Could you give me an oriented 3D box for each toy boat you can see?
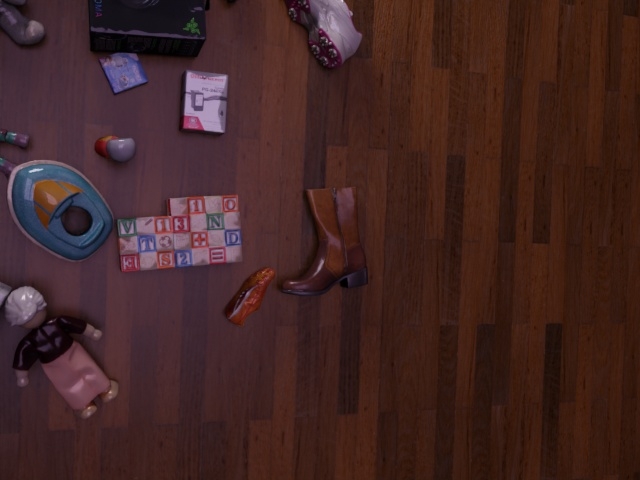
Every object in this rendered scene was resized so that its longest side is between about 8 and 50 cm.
[{"bbox_3d":[-0.555,-0.121,1.529,0.267,0.148,0.318,46,69,-36],"label":"toy boat"}]

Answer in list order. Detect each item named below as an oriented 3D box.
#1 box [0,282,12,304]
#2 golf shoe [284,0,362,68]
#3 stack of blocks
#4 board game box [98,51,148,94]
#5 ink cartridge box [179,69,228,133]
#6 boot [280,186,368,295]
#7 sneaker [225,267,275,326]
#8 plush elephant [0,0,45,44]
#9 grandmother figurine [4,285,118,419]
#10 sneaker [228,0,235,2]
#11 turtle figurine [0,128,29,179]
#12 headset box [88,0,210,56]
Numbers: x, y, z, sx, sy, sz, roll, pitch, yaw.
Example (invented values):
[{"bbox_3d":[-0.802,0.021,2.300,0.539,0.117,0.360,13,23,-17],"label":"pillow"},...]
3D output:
[{"bbox_3d":[-0.889,0.131,1.430,0.345,0.168,0.215,29,82,-18],"label":"box"},{"bbox_3d":[0.000,-0.616,1.761,0.140,0.115,0.306,-39,110,-25],"label":"golf shoe"},{"bbox_3d":[-0.353,-0.020,1.654,0.297,0.087,0.171,-5,93,-19],"label":"stack of blocks"},{"bbox_3d":[-0.485,-0.418,1.634,0.090,0.020,0.090,-26,99,-18],"label":"board game box"},{"bbox_3d":[-0.296,-0.349,1.678,0.109,0.063,0.150,3,91,-19],"label":"ink cartridge box"},{"bbox_3d":[0.000,0.000,1.773,0.264,0.096,0.280,-10,94,-18],"label":"boot"},{"bbox_3d":[-0.177,0.146,1.742,0.175,0.064,0.067,-50,125,-6],"label":"sneaker"},{"bbox_3d":[-0.779,-0.535,1.405,0.272,0.255,0.330,-29,100,-16],"label":"plush elephant"},{"bbox_3d":[-0.610,0.255,1.524,0.208,0.104,0.342,-42,121,-34],"label":"grandmother figurine"},{"bbox_3d":[-0.226,-0.725,1.691,0.106,0.078,0.234,15,85,-13],"label":"sneaker"},{"bbox_3d":[-0.789,-0.234,1.481,0.234,0.118,0.175,25,103,-32],"label":"turtle figurine"},{"bbox_3d":[-0.409,-0.583,1.589,0.283,0.131,0.246,-1,87,-20],"label":"headset box"}]
